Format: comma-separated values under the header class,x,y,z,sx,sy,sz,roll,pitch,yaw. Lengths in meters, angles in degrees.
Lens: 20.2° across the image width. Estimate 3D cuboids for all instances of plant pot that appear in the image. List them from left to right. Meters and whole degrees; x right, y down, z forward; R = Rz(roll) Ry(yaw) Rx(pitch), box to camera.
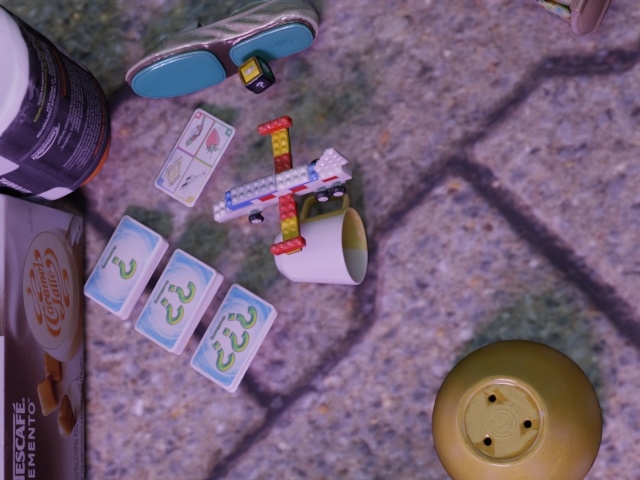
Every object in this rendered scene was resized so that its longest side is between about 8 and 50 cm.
class,x,y,z,sx,sy,sz,roll,pitch,yaw
plant pot,0.144,0.138,1.372,0.134,0.095,0.134,-2,82,13

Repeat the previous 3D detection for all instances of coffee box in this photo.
class,x,y,z,sx,sy,sz,roll,pitch,yaw
coffee box,-0.261,0.096,1.443,0.098,0.141,0.246,-4,81,20

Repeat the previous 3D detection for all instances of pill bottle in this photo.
class,x,y,z,sx,sy,sz,roll,pitch,yaw
pill bottle,-0.245,-0.102,1.415,0.130,0.246,0.130,-2,80,13

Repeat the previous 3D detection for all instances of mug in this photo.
class,x,y,z,sx,sy,sz,roll,pitch,yaw
mug,0.000,0.004,1.450,0.064,0.078,0.062,-7,114,21

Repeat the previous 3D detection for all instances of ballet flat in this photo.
class,x,y,z,sx,sy,sz,roll,pitch,yaw
ballet flat,-0.081,-0.163,1.494,0.168,0.057,0.052,-15,52,7

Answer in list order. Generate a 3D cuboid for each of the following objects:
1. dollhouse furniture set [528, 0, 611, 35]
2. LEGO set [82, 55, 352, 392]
class,x,y,z,sx,sy,sz,roll,pitch,yaw
dollhouse furniture set,0.189,-0.222,1.361,0.182,0.161,0.101,24,89,26
LEGO set,-0.082,-0.027,1.441,0.182,0.060,0.244,31,91,35
